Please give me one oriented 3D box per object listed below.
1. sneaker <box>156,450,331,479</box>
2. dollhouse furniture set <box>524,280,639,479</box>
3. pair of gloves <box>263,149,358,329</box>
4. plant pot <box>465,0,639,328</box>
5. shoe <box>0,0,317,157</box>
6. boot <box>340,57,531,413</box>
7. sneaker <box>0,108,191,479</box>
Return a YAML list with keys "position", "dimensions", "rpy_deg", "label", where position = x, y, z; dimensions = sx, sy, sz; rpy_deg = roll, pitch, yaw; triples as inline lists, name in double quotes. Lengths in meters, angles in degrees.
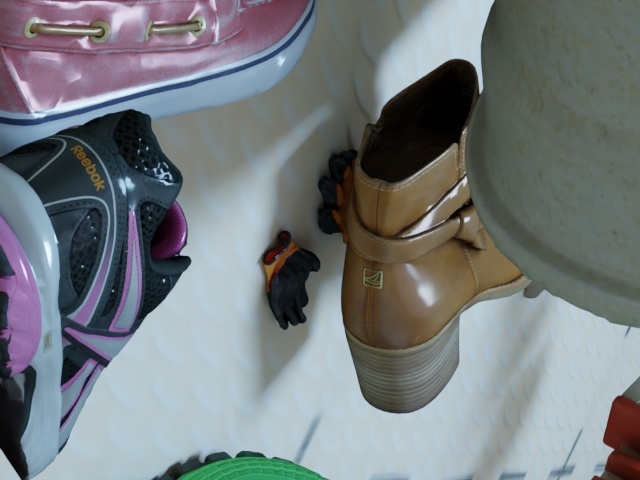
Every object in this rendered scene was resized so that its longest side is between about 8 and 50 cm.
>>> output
- position: [-0.047, 0.194, 0.840]
  dimensions: [0.343, 0.146, 0.134]
  rpy_deg: [-20, 133, -63]
  label: "sneaker"
- position: [0.253, 0.076, 1.284]
  dimensions: [0.135, 0.262, 0.259]
  rpy_deg: [-46, 154, -36]
  label: "dollhouse furniture set"
- position: [0.000, 0.000, 0.921]
  dimensions: [0.083, 0.010, 0.074]
  rpy_deg: [-56, 159, -20]
  label: "pair of gloves"
- position: [0.185, -0.181, 0.731]
  dimensions: [0.334, 0.334, 0.305]
  rpy_deg: [-47, 132, -39]
  label: "plant pot"
- position: [-0.050, -0.086, 0.612]
  dimensions: [0.178, 0.063, 0.081]
  rpy_deg: [-29, 146, -51]
  label: "shoe"
- position: [0.065, -0.030, 0.950]
  dimensions: [0.152, 0.073, 0.197]
  rpy_deg: [85, 22, -43]
  label: "boot"
- position: [-0.073, 0.017, 0.589]
  dimensions: [0.077, 0.072, 0.178]
  rpy_deg: [-31, 172, -19]
  label: "sneaker"
